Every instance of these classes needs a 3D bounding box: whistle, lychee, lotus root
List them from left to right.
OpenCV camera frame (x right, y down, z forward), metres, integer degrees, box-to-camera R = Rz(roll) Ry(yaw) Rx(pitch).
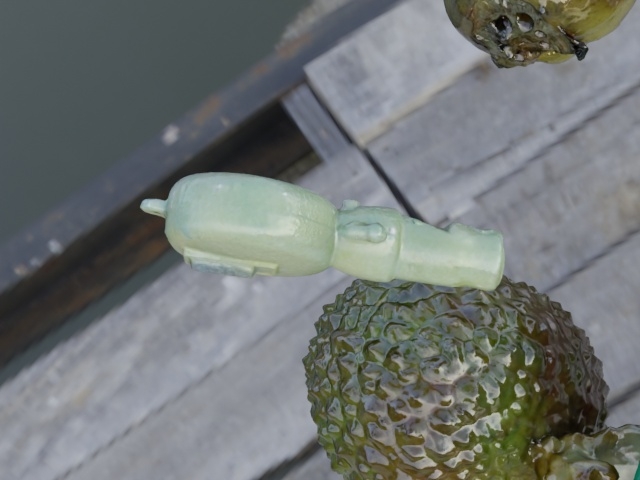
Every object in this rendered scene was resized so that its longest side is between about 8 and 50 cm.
[{"bbox_3d":[0.000,0.000,1.094,0.258,0.126,0.067,7,79,-1],"label":"whistle"},{"bbox_3d":[0.130,0.150,1.384,0.270,0.270,0.320,-34,65,1],"label":"lychee"},{"bbox_3d":[0.192,-0.263,1.200,0.160,0.152,0.275,26,59,-3],"label":"lotus root"}]

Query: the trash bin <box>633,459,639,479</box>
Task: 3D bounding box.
[{"bbox_3d":[0.409,0.120,1.148,0.295,0.259,0.381,19,85,49],"label":"trash bin"}]
